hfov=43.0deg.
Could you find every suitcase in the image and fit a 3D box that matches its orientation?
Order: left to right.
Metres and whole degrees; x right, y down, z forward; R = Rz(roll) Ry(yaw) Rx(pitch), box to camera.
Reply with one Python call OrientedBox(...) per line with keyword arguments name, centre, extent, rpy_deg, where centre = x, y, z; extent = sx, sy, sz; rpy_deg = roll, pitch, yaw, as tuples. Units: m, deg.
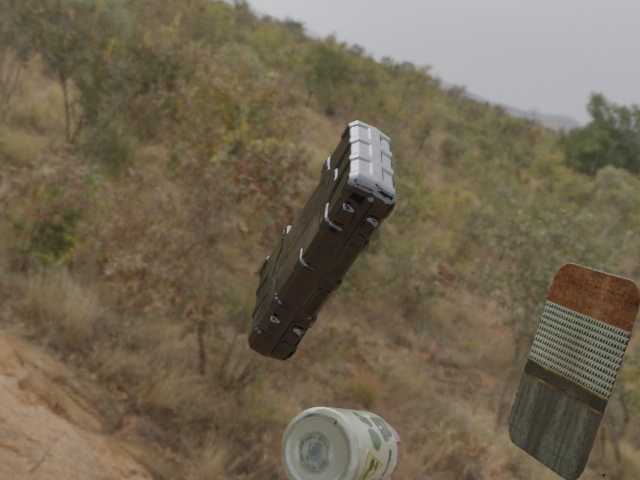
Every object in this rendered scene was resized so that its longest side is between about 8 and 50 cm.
OrientedBox(name="suitcase", centre=(-0.001, 0.000, 1.055), extent=(0.066, 0.285, 0.206), rpy_deg=(27, 27, -13))

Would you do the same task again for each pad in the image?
OrientedBox(name="pad", centre=(0.307, 0.161, 0.923), extent=(0.055, 0.249, 0.323), rpy_deg=(17, 3, -2))

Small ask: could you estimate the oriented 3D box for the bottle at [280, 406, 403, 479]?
OrientedBox(name="bottle", centre=(0.047, 0.304, 1.173), extent=(0.120, 0.120, 0.253), rpy_deg=(26, -1, 29))
